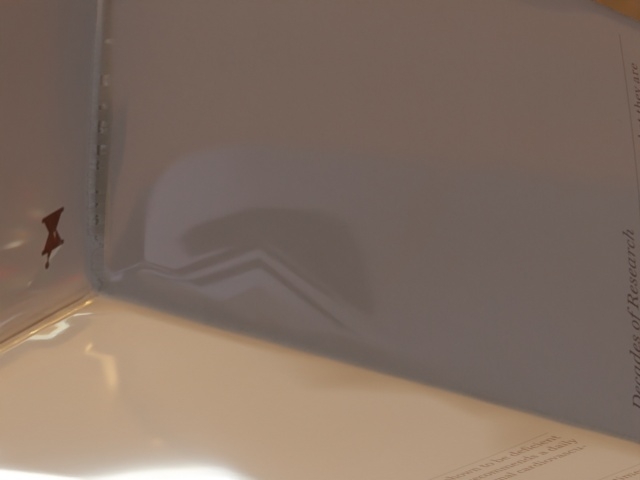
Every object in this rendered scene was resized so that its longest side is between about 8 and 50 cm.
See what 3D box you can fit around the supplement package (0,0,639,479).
[{"bbox_3d":[0.000,0.000,0.414,0.105,0.179,0.105,-26,-124,45],"label":"supplement package"}]
